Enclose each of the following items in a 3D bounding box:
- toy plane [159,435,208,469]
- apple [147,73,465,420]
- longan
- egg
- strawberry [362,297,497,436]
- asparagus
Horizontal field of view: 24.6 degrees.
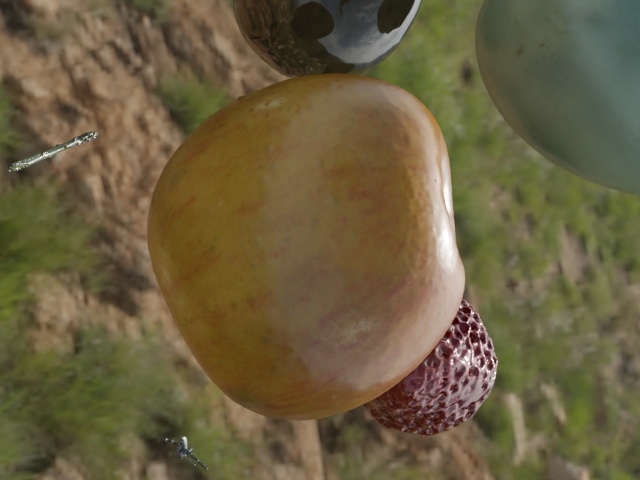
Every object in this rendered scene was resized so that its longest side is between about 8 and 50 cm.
[{"bbox_3d":[-0.177,0.270,1.891,0.024,0.078,0.084,-55,167,-16],"label":"toy plane"},{"bbox_3d":[0.000,0.000,1.323,0.299,0.275,0.299,-23,90,-82],"label":"apple"},{"bbox_3d":[0.011,-0.295,1.637,0.246,0.215,0.246,-170,-90,-80],"label":"longan"},{"bbox_3d":[0.355,-0.194,1.648,0.389,0.276,0.276,19,55,-22],"label":"egg"},{"bbox_3d":[0.124,0.157,1.886,0.244,0.205,0.205,4,75,-78],"label":"strawberry"},{"bbox_3d":[-0.322,-0.108,1.771,0.166,0.016,0.013,-32,112,-55],"label":"asparagus"}]
